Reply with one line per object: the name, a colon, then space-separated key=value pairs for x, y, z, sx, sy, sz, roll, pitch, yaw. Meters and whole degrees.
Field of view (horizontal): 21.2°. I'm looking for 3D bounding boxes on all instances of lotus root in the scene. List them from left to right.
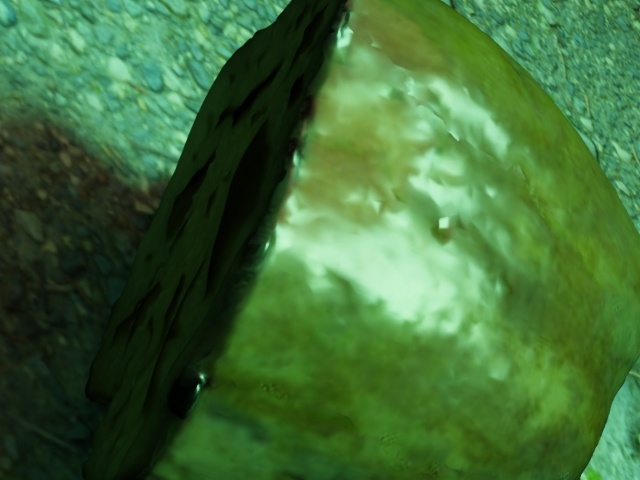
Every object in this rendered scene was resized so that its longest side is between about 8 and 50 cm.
lotus root: x=0.011 y=0.051 z=0.873 sx=0.250 sy=0.316 sz=0.316 roll=33 pitch=36 yaw=-20

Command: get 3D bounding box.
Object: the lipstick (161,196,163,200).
lipstick: x=0.000 y=0.076 z=1.048 sx=0.280 sy=0.073 sz=0.073 roll=59 pitch=31 yaw=8
